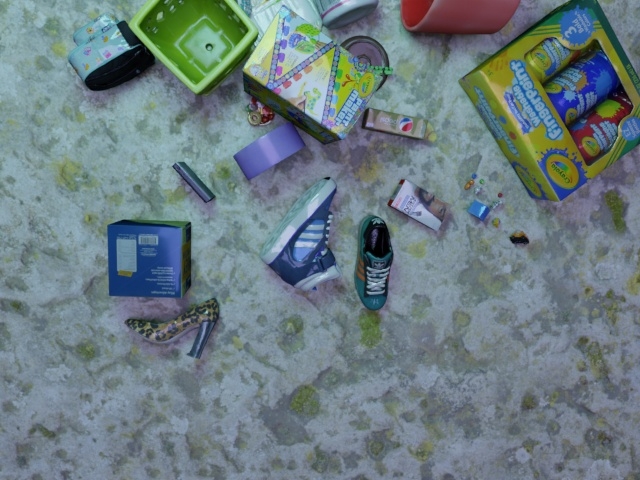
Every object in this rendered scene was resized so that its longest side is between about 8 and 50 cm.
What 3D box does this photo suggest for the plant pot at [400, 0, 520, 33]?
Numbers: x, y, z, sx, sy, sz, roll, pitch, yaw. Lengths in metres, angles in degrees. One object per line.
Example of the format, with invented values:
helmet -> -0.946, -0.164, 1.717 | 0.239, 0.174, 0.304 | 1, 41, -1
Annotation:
plant pot -> 0.380, -0.673, 1.172 | 0.244, 0.275, 0.274 | 6, 99, -16

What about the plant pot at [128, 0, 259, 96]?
plant pot -> -0.309, -0.522, 1.152 | 0.227, 0.207, 0.228 | -44, 100, 3

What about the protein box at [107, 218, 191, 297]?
protein box -> -0.483, 0.049, 1.271 | 0.200, 0.136, 0.200 | 2, 99, -6

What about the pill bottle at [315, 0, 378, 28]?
pill bottle -> 0.036, -0.732, 1.170 | 0.161, 0.160, 0.282 | -21, 101, -1

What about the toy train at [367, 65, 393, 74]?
toy train -> 0.167, -0.485, 1.269 | 0.084, 0.017, 0.023 | 1, 110, -6

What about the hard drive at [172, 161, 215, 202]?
hard drive -> -0.358, -0.166, 1.266 | 0.022, 0.094, 0.135 | -40, 101, 3

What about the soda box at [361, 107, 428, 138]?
soda box -> 0.217, -0.341, 1.303 | 0.182, 0.061, 0.058 | 10, 98, -7

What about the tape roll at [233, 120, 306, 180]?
tape roll -> -0.140, -0.246, 1.224 | 0.189, 0.189, 0.080 | -32, 101, 1

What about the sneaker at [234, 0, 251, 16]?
sneaker -> -0.237, -0.672, 1.204 | 0.076, 0.065, 0.166 | -12, 85, 22

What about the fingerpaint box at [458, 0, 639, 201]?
fingerpaint box -> 0.690, -0.398, 1.284 | 0.371, 0.163, 0.444 | -36, 101, 2

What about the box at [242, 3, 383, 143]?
box -> -0.036, -0.398, 1.140 | 0.279, 0.290, 0.176 | 32, 93, -13

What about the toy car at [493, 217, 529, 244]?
toy car -> 0.606, -0.035, 1.397 | 0.122, 0.060, 0.040 | 41, 62, -17

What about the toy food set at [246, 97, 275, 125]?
toy food set -> -0.173, -0.375, 1.284 | 0.084, 0.020, 0.082 | -5, 100, -4

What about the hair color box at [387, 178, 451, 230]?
hair color box -> 0.302, -0.109, 1.356 | 0.167, 0.053, 0.093 | 27, 96, -10

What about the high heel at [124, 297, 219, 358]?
high heel -> -0.446, 0.229, 1.351 | 0.262, 0.093, 0.186 | 19, 75, 4

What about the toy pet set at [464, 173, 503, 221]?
toy pet set -> 0.499, -0.126, 1.364 | 0.122, 0.065, 0.114 | 32, 96, -9

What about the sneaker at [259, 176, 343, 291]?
sneaker -> 0.000, 0.000, 1.322 | 0.236, 0.130, 0.322 | 39, 90, -20

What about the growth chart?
growth chart -> -0.107, -0.632, 1.245 | 0.238, 0.021, 0.171 | -24, 100, -1

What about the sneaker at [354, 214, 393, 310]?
sneaker -> 0.161, 0.077, 1.341 | 0.108, 0.121, 0.301 | -4, 100, -4

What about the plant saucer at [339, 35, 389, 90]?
plant saucer -> 0.120, -0.508, 1.284 | 0.169, 0.029, 0.168 | -1, 99, -6

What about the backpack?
backpack -> -0.555, -0.482, 1.158 | 0.188, 0.166, 0.144 | -40, 99, -1
